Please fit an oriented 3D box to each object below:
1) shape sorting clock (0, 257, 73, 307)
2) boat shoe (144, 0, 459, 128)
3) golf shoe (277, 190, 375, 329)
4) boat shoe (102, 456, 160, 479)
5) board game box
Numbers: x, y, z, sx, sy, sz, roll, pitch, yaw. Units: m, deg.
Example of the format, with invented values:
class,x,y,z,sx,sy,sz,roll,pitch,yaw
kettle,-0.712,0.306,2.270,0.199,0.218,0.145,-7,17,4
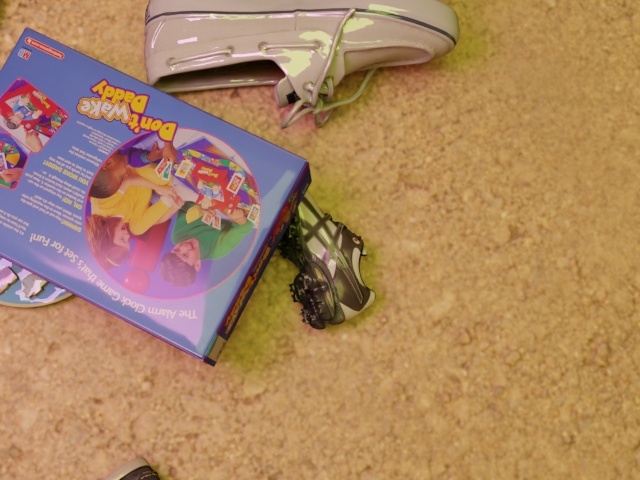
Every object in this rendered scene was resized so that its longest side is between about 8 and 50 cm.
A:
class,x,y,z,sx,sy,sz,roll,pitch,yaw
shape sorting clock,-0.331,-0.027,1.084,0.206,0.040,0.206,1,77,-3
boat shoe,-0.025,-0.198,1.095,0.366,0.136,0.157,2,77,0
golf shoe,0.000,0.000,1.092,0.093,0.077,0.198,-13,80,-24
boat shoe,-0.247,0.316,0.990,0.206,0.075,0.065,-40,67,-16
board game box,-0.216,-0.049,1.021,0.347,0.078,0.233,26,80,8
